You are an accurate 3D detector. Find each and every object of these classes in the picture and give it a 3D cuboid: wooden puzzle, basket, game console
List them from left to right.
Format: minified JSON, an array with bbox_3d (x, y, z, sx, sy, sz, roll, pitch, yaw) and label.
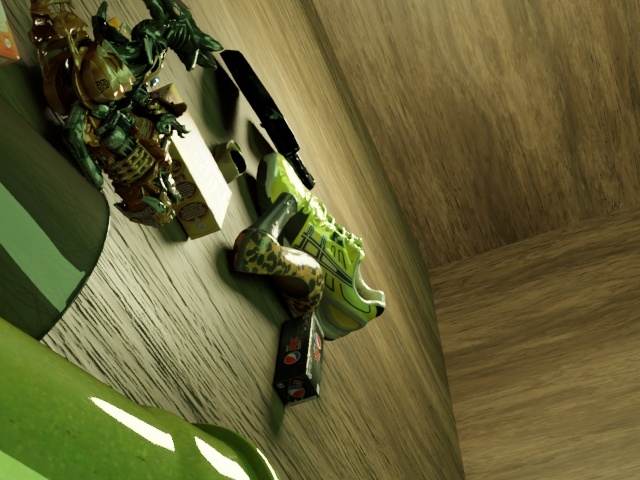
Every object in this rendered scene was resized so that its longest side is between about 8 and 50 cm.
[{"bbox_3d":[-0.265,-0.052,0.502,0.227,0.154,0.204,58,17,-34],"label":"basket"},{"bbox_3d":[-0.260,-0.254,1.084,0.079,0.014,0.116,-84,152,-51],"label":"wooden puzzle"},{"bbox_3d":[-0.084,-0.209,1.561,0.213,0.044,0.361,58,0,34],"label":"game console"}]

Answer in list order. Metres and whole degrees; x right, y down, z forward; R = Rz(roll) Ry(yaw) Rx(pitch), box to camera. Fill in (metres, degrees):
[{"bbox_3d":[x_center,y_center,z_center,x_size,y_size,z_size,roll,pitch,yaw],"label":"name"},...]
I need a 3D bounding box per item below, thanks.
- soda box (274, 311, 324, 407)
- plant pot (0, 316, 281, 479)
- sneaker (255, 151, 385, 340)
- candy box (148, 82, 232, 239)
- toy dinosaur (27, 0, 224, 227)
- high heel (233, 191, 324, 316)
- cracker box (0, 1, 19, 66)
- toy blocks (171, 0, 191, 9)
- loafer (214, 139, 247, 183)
[{"bbox_3d":[-0.033,0.191,1.293,0.169,0.060,0.053,-83,150,-60],"label":"soda box"},{"bbox_3d":[-0.196,0.129,0.357,0.254,0.276,0.276,51,21,-27],"label":"plant pot"},{"bbox_3d":[0.000,0.000,1.498,0.145,0.147,0.385,-73,140,-65],"label":"sneaker"},{"bbox_3d":[-0.189,-0.107,1.083,0.109,0.053,0.187,-86,152,-59],"label":"candy box"},{"bbox_3d":[-0.223,-0.177,0.865,0.218,0.164,0.322,-63,156,-50],"label":"toy dinosaur"},{"bbox_3d":[-0.075,0.073,1.311,0.186,0.093,0.261,-53,140,-47],"label":"high heel"},{"bbox_3d":[-0.342,-0.253,0.628,0.155,0.067,0.232,-23,93,-78],"label":"cracker box"},{"bbox_3d":[-0.238,-0.394,0.851,0.288,0.260,0.309,15,41,-20],"label":"toy blocks"},{"bbox_3d":[-0.144,-0.126,1.293,0.148,0.050,0.056,-83,151,-62],"label":"loafer"}]
